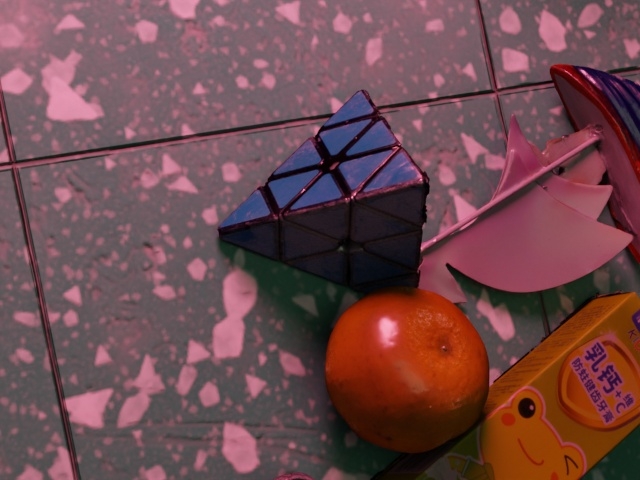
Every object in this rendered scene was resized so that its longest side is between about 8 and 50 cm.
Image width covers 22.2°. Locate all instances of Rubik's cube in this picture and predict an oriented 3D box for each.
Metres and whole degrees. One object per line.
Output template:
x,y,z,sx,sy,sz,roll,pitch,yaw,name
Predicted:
0.000,0.000,1.479,0.178,0.211,0.190,-14,114,-6,Rubik's cube

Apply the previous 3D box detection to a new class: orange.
0.074,0.119,1.464,0.154,0.134,0.155,20,51,-26,orange

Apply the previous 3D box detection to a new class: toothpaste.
0.201,0.180,1.540,0.327,0.077,0.110,-36,99,-26,toothpaste

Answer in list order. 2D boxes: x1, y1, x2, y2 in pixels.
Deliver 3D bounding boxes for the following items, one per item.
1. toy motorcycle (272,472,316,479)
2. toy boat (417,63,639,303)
-0.055,0.312,1.397,0.228,0.074,0.151,-43,105,-26,toy motorcycle
0.243,-0.022,1.599,0.219,0.072,0.318,40,71,-13,toy boat
